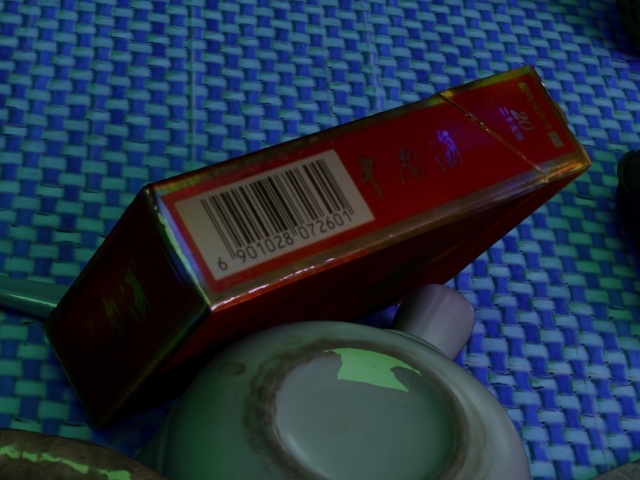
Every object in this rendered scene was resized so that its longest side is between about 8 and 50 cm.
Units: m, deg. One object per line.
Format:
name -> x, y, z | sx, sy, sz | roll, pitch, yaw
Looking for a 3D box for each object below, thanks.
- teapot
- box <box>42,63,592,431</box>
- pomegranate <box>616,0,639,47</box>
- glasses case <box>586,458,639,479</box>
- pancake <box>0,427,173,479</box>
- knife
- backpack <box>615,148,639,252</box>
teapot -> 0.044, 0.125, 0.838 | 0.318, 0.149, 0.220 | -25, 54, -37
box -> -0.001, 0.001, 0.902 | 0.313, 0.197, 0.089 | -20, 74, -35
pomegranate -> 0.371, -0.234, 1.332 | 0.220, 0.156, 0.156 | 25, 33, -38
glasses case -> 0.189, 0.185, 0.897 | 0.205, 0.047, 0.071 | -16, 51, -30
pancake -> -0.165, 0.214, 0.635 | 0.288, 0.033, 0.286 | 8, 55, -6
knife -> -0.246, 0.021, 0.947 | 0.313, 0.019, 0.044 | 14, 35, -3
backpack -> 0.338, -0.010, 1.098 | 0.206, 0.133, 0.258 | -13, 44, -18
